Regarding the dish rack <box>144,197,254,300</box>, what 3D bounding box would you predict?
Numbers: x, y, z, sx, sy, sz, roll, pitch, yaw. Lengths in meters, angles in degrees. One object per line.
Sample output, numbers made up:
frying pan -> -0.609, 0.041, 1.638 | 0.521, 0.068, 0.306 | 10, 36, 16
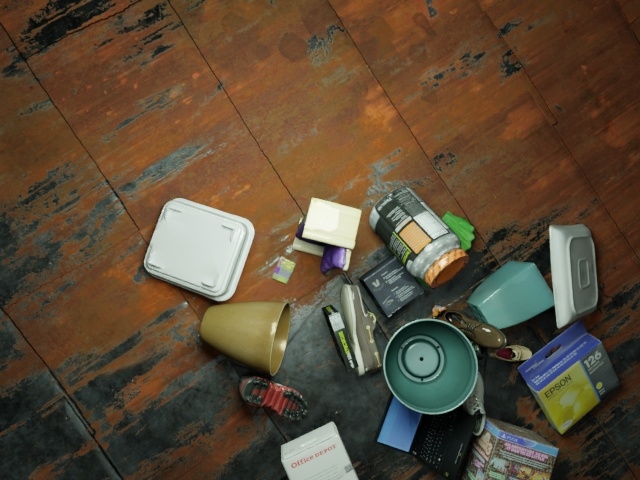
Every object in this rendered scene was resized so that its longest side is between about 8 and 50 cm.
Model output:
dish rack -> -0.409, 0.023, 1.356 | 0.333, 0.072, 0.285 | 18, 87, 11

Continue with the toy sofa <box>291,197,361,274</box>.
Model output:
toy sofa -> 0.000, 0.000, 1.303 | 0.150, 0.362, 0.177 | 15, 82, -7

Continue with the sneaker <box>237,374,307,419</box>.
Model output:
sneaker -> -0.166, 0.524, 1.405 | 0.276, 0.135, 0.097 | 34, 72, -28

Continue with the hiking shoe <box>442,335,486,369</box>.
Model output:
hiking shoe -> 0.523, 0.398, 1.478 | 0.086, 0.114, 0.227 | 42, 84, -4

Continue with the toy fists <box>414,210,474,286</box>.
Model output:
toy fists -> 0.434, 0.037, 1.488 | 0.142, 0.096, 0.279 | 38, 86, 8

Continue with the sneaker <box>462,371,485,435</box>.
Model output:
sneaker -> 0.538, 0.560, 1.451 | 0.094, 0.091, 0.258 | -14, 107, 4

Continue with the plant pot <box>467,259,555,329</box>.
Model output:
plant pot -> 0.662, 0.207, 1.479 | 0.234, 0.166, 0.165 | -33, 93, -3

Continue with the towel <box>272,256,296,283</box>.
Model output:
towel -> -0.128, 0.104, 1.460 | 0.060, 0.009, 0.083 | 24, 87, -6

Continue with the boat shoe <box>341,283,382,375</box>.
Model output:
boat shoe -> 0.143, 0.302, 1.438 | 0.097, 0.116, 0.324 | -11, 94, -12

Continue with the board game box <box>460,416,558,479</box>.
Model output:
board game box -> 0.657, 0.812, 1.470 | 0.232, 0.141, 0.290 | 20, 86, -6

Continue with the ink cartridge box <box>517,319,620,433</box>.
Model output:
ink cartridge box -> 0.915, 0.498, 1.515 | 0.304, 0.072, 0.307 | -36, 108, -4

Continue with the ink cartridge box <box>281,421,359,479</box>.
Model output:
ink cartridge box -> 0.014, 0.798, 1.406 | 0.207, 0.117, 0.282 | -23, 92, -7

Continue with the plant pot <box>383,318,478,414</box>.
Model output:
plant pot -> 0.353, 0.410, 1.404 | 0.293, 0.196, 0.292 | -1, 81, 4

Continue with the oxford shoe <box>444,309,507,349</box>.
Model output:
oxford shoe -> 0.520, 0.307, 1.420 | 0.096, 0.227, 0.082 | 15, 96, -43

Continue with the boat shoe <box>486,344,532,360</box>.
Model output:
boat shoe -> 0.703, 0.419, 1.526 | 0.170, 0.059, 0.062 | 4, 88, -7

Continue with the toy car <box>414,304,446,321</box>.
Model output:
toy car -> 0.393, 0.268, 1.498 | 0.122, 0.060, 0.040 | -22, 59, -13

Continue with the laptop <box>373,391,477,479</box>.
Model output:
laptop -> 0.360, 0.658, 1.440 | 0.137, 0.264, 0.234 | 24, 86, -42

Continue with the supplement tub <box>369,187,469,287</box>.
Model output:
supplement tub -> 0.320, -0.009, 1.362 | 0.194, 0.193, 0.316 | -32, 59, -7

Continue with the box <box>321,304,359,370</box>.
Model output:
box -> 0.063, 0.319, 1.391 | 0.045, 0.184, 0.190 | -20, 92, -9

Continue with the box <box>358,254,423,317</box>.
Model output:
box -> 0.246, 0.157, 1.461 | 0.156, 0.093, 0.158 | -34, 94, -7

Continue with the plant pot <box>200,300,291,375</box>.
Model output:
plant pot -> -0.248, 0.293, 1.349 | 0.255, 0.237, 0.237 | 10, 87, 7

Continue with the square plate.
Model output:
square plate -> 0.911, 0.114, 1.475 | 0.344, 0.049, 0.347 | -3, 89, -40
